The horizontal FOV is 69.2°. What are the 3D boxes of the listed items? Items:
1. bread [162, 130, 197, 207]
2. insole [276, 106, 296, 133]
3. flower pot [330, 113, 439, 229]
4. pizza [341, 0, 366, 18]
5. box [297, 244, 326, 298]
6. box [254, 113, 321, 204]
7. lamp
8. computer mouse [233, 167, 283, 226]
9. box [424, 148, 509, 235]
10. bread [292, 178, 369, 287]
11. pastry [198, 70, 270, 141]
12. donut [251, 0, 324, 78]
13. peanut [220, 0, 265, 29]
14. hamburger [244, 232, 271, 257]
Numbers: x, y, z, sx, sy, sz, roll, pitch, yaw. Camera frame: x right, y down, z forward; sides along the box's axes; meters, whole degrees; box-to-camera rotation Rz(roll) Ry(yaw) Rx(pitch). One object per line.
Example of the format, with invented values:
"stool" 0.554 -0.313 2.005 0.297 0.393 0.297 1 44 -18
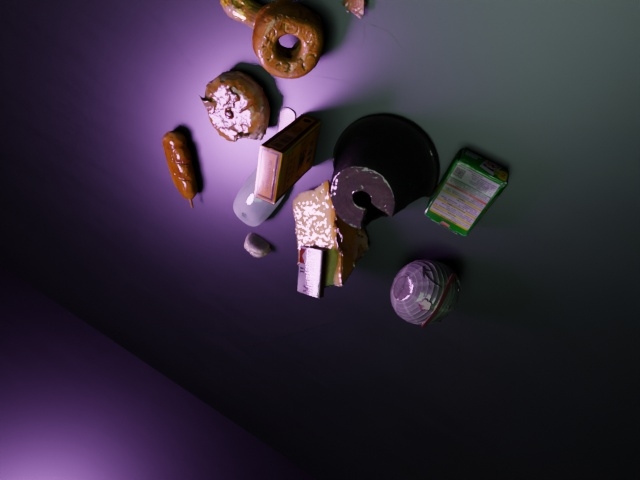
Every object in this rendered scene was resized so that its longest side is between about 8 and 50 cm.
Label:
"bread" -0.572 -0.293 1.937 0.124 0.084 0.344 24 134 41
"insole" -0.135 -0.368 1.702 0.086 0.005 0.253 22 129 13
"flower pot" 0.166 -0.198 1.504 0.378 0.251 0.380 15 128 21
"pizza" 0.106 -0.682 1.346 0.083 0.025 0.078 -10 112 40
"box" -0.033 0.113 1.696 0.115 0.035 0.178 12 102 41
"box" -0.107 -0.278 1.553 0.083 0.301 0.193 24 129 11
"lamp" 0.380 0.184 1.672 0.233 0.233 0.266 30 118 7
"computer mouse" -0.249 -0.167 1.843 0.159 0.097 0.288 43 131 -2
"box" 0.460 -0.148 1.477 0.180 0.103 0.250 30 129 6
"bread" 0.000 0.000 1.722 0.248 0.279 0.315 -14 126 42
"pastry" -0.300 -0.471 1.643 0.256 0.121 0.236 9 125 22
"donut" -0.096 -0.605 1.409 0.226 0.114 0.227 -5 134 -6
"peanut" -0.224 -0.716 1.459 0.206 0.087 0.087 32 131 2
"hamburger" -0.277 0.028 1.999 0.121 0.084 0.054 31 129 3
